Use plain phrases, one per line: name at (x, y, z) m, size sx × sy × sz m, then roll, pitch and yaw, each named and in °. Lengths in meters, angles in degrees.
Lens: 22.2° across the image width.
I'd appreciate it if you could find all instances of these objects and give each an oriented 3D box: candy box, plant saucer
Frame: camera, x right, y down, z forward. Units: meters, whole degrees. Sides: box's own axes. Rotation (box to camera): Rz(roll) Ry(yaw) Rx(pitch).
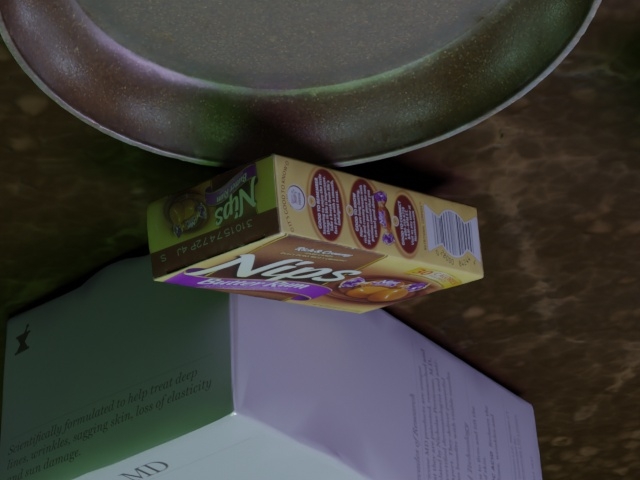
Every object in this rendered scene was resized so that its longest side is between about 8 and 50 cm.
candy box at (0.000, 0.000, 0.992) m, size 0.109 × 0.053 × 0.187 m, roll -19°, pitch 161°, yaw 39°
plant saucer at (-0.010, -0.142, 0.826) m, size 0.311 × 0.050 × 0.310 m, roll -4°, pitch 146°, yaw -3°

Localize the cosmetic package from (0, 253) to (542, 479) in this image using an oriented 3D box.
cosmetic package at (-0.022, 0.151, 1.176) m, size 0.217 × 0.156 × 0.385 m, roll -26°, pitch 143°, yaw 31°
